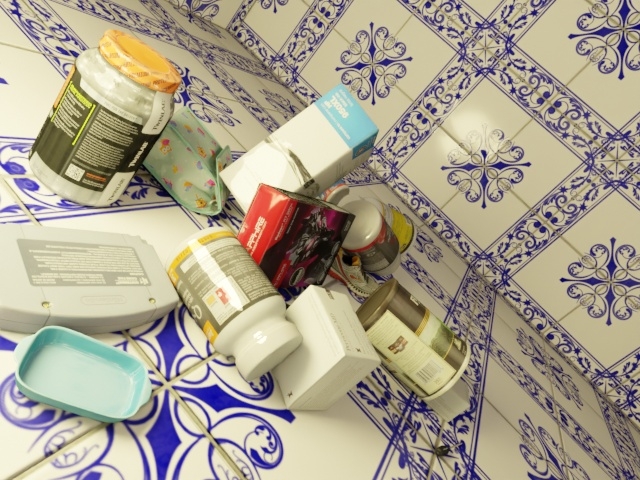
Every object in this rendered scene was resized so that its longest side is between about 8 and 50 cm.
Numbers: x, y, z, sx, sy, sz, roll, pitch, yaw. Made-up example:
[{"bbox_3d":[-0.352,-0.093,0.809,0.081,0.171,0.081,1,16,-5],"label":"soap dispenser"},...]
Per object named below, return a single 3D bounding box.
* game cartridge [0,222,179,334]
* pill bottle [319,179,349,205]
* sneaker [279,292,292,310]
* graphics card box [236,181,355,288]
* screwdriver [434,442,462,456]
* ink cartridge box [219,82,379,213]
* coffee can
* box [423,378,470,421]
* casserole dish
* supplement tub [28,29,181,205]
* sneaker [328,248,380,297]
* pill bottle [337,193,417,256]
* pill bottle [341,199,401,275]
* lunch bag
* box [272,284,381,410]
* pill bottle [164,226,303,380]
[{"bbox_3d":[-0.394,0.064,0.755,0.297,0.062,0.198,8,44,-54],"label":"game cartridge"},{"bbox_3d":[0.013,-0.258,1.929,0.221,0.124,0.124,50,23,21],"label":"pill bottle"},{"bbox_3d":[-0.121,0.145,1.026,0.178,0.077,0.072,26,26,-32],"label":"sneaker"},{"bbox_3d":[-0.063,0.002,1.133,0.094,0.232,0.371,29,10,25],"label":"graphics card box"},{"bbox_3d":[0.335,0.530,1.149,0.025,0.024,0.170,22,1,44],"label":"screwdriver"},{"bbox_3d":[-0.053,-0.209,1.251,0.166,0.395,0.285,53,-2,4],"label":"ink cartridge box"},{"bbox_3d":[0.236,0.267,1.230,0.275,0.201,0.201,42,22,-2],"label":"coffee can"},{"bbox_3d":[0.354,0.429,1.276,0.102,0.087,0.101,41,22,-2],"label":"box"},{"bbox_3d":[-0.334,0.193,0.635,0.188,0.037,0.114,32,24,-25],"label":"casserole dish"},{"bbox_3d":[-0.426,-0.239,0.906,0.194,0.316,0.193,35,23,-18],"label":"supplement tub"},{"bbox_3d":[0.112,0.107,1.463,0.225,0.092,0.088,34,23,-21],"label":"sneaker"},{"bbox_3d":[0.222,-0.062,1.831,0.334,0.188,0.188,24,28,-37],"label":"pill bottle"},{"bbox_3d":[0.175,0.008,1.575,0.318,0.176,0.176,45,11,-53],"label":"pill bottle"},{"bbox_3d":[-0.336,-0.207,1.217,0.262,0.160,0.223,48,16,-21],"label":"lunch bag"},{"bbox_3d":[-0.004,0.224,0.934,0.119,0.182,0.181,21,30,-43],"label":"box"},{"bbox_3d":[-0.168,0.120,0.879,0.278,0.162,0.162,50,23,20],"label":"pill bottle"}]
